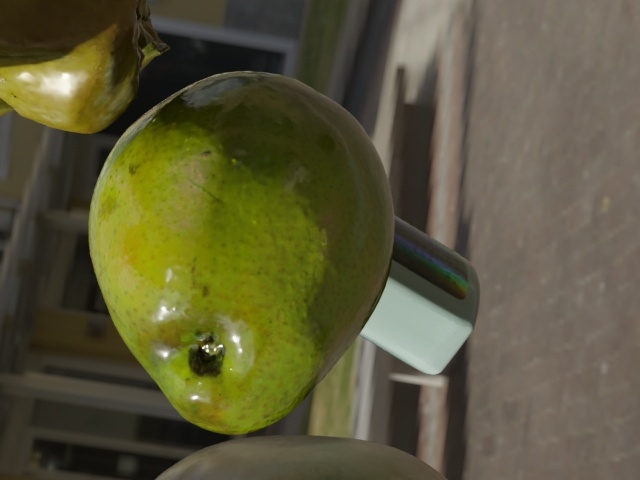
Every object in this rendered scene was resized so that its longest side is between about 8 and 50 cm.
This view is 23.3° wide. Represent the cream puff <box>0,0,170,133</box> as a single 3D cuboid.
[{"bbox_3d":[-0.216,-0.225,0.872,0.270,0.274,0.323,-11,-77,-79],"label":"cream puff"}]

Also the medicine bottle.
[{"bbox_3d":[0.000,0.000,1.096,0.083,0.228,0.121,-56,13,19],"label":"medicine bottle"}]

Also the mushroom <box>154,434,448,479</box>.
[{"bbox_3d":[-0.012,0.296,1.194,0.292,0.292,0.290,136,136,-82],"label":"mushroom"}]

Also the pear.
[{"bbox_3d":[-0.049,0.006,0.921,0.187,0.187,0.220,106,-177,-54],"label":"pear"}]
